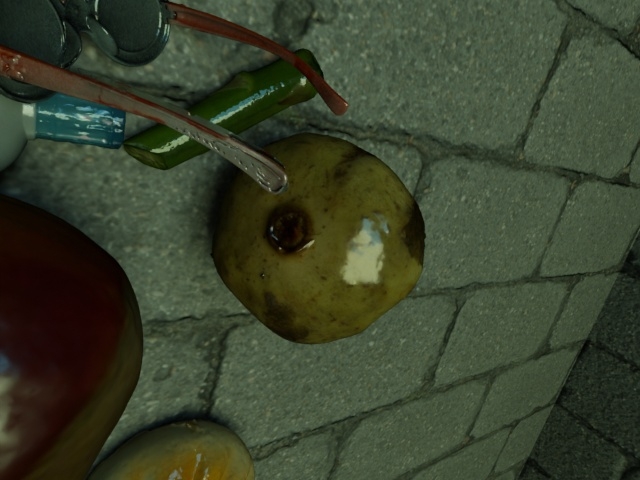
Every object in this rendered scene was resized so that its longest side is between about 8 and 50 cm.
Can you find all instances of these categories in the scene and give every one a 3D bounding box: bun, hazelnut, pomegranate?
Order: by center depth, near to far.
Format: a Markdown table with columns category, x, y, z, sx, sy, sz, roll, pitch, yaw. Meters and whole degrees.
| category | x | y | z | sx | sy | sz | roll | pitch | yaw |
| --- | --- | --- | --- | --- | --- | --- | --- | --- | --- |
| hazelnut | -0.339 | 0.118 | 0.333 | 0.365 | 0.365 | 0.367 | -16 | 121 | -29 |
| pomegranate | 0.000 | 0.000 | 0.554 | 0.280 | 0.281 | 0.282 | -16 | 121 | -29 |
| bun | -0.238 | 0.453 | 0.681 | 0.298 | 0.164 | 0.299 | -17 | 121 | -30 |

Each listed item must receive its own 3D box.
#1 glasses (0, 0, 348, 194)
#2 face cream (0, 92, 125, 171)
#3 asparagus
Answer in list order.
| category | x | y | z | sx | sy | sz | roll | pitch | yaw |
| --- | --- | --- | --- | --- | --- | --- | --- | --- | --- |
| glasses | -0.113 | -0.169 | 0.362 | 0.234 | 0.268 | 0.118 | -60 | 166 | -51 |
| face cream | -0.354 | -0.132 | 0.355 | 0.336 | 0.080 | 0.163 | -1 | 111 | -36 |
| asparagus | -0.114 | -0.165 | 0.527 | 0.277 | 0.060 | 0.067 | -36 | 139 | -15 |
